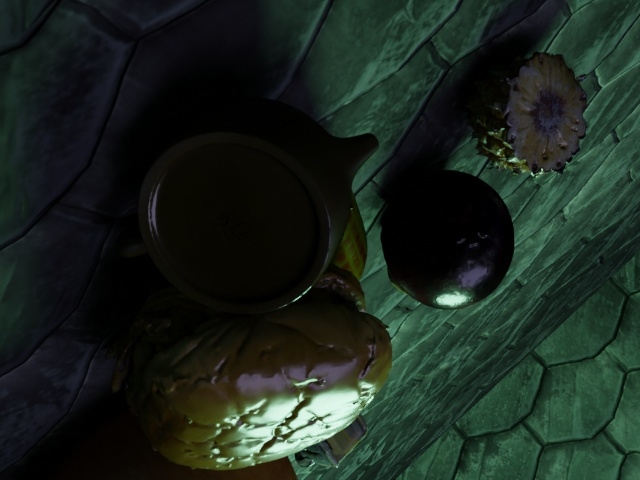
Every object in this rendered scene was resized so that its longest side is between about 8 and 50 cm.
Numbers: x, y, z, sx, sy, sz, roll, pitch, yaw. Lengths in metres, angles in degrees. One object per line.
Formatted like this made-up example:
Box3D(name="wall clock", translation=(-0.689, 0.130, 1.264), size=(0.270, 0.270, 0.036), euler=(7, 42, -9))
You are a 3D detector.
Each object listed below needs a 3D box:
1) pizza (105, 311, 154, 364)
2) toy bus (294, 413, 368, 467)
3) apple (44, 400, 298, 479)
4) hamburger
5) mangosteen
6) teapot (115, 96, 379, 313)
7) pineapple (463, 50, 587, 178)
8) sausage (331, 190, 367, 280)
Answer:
Box3D(name="pizza", translation=(-0.167, 0.129, 1.237), size=(0.154, 0.069, 0.194), euler=(-39, 157, -9))
Box3D(name="toy bus", translation=(-0.040, 0.254, 1.486), size=(0.106, 0.092, 0.268), euler=(-41, -160, -21))
Box3D(name="apple", translation=(-0.190, 0.391, 1.337), size=(0.364, 0.364, 0.364), euler=(-35, 157, -17))
Box3D(name="hamburger", translation=(-0.077, 0.144, 1.097), size=(0.318, 0.158, 0.318), euler=(-13, 151, -7))
Box3D(name="mangosteen", translation=(0.166, 0.003, 1.426), size=(0.194, 0.194, 0.230), euler=(-32, -178, -23))
Box3D(name="teapot", translation=(-0.072, -0.043, 0.962), size=(0.267, 0.185, 0.175), euler=(-17, -162, 19))
Box3D(name="pineapple", translation=(0.250, -0.165, 1.338), size=(0.176, 0.137, 0.161), euler=(-18, 105, -36))
Box3D(name="sausage", translation=(0.001, 0.001, 1.203), size=(0.117, 0.125, 0.317), euler=(-32, 159, -1))
